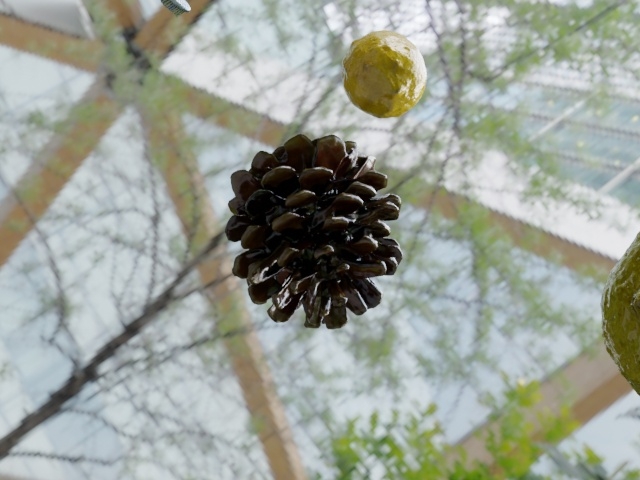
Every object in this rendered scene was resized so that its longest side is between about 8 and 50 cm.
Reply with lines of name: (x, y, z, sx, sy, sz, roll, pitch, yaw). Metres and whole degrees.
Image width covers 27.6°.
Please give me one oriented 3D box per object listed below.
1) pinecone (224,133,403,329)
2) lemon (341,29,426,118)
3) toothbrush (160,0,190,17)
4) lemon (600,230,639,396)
pinecone: (-0.009, 0.002, 1.740, 0.264, 0.264, 0.264, 35, -36, 31)
lemon: (0.083, -0.224, 1.745, 0.155, 0.114, 0.114, -116, -173, -64)
toothbrush: (-0.352, -0.484, 2.184, 0.037, 0.028, 0.375, -26, -40, 28)
lemon: (0.487, 0.096, 1.596, 0.268, 0.322, 0.268, -12, -110, 35)
